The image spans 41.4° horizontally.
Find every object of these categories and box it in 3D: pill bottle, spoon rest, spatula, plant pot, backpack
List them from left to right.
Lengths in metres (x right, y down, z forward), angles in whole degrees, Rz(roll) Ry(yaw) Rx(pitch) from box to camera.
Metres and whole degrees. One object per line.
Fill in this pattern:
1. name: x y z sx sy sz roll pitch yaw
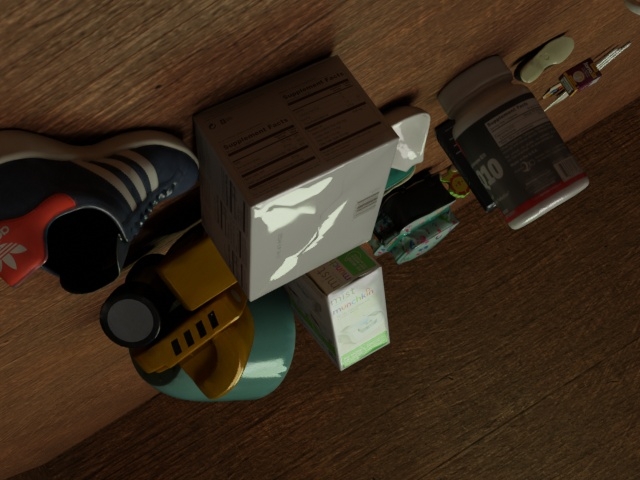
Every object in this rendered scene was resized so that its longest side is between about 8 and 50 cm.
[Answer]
1. plant pot: -0.235 0.187 1.678 0.235 0.293 0.293 -1 151 -48
2. spoon rest: 0.144 -0.177 1.525 0.137 0.084 0.276 -33 172 9
3. backpack: 0.233 -0.049 2.279 0.225 0.191 0.253 -28 176 -29
4. pill bottle: 0.340 -0.177 1.527 0.161 0.283 0.161 -30 172 -5
5. spatula: 0.689 -0.428 2.188 0.168 0.019 0.242 -27 167 -49

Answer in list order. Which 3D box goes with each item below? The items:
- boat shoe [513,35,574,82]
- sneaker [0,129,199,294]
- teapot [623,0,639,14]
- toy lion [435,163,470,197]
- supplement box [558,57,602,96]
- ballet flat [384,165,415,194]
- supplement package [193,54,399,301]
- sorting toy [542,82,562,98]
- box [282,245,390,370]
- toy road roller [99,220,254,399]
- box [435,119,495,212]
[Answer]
1. boat shoe: 0.437 -0.357 1.659 0.133 0.049 0.042 -37 -160 -4
2. sneaker: -0.227 -0.024 0.884 0.131 0.148 0.350 -36 171 27
3. teapot: 0.712 -0.471 1.531 0.256 0.187 0.252 16 117 -43
4. toy lion: 0.374 -0.160 2.384 0.100 0.096 0.034 -27 171 -22
5. supplement box: 0.633 -0.397 2.063 0.083 0.055 0.043 -31 171 -8
6. ballet flat: 0.091 -0.108 1.789 0.248 0.086 0.086 -29 171 -18
7. supplement package: -0.037 -0.073 1.092 0.204 0.145 0.262 -27 158 -18
8. sorting toy: 0.613 -0.392 2.164 0.083 0.012 0.062 -30 171 -9
9. box: 0.005 0.077 1.646 0.127 0.262 0.231 -27 137 -17
10. toy road roller: -0.163 0.095 1.350 0.330 0.240 0.202 -36 -168 12
11. box: 0.366 -0.186 1.821 0.153 0.207 0.108 -32 171 6
